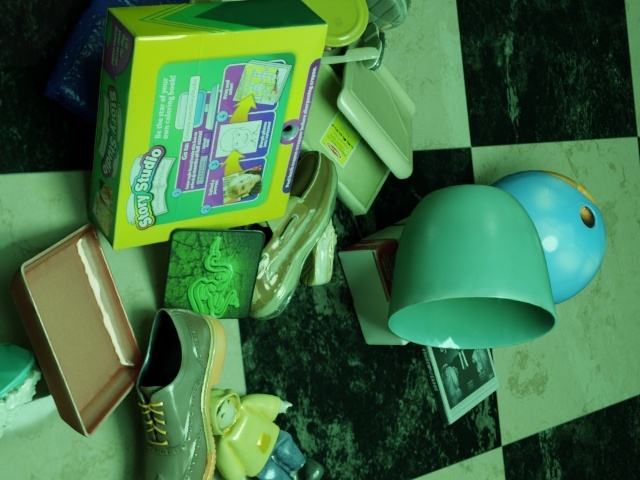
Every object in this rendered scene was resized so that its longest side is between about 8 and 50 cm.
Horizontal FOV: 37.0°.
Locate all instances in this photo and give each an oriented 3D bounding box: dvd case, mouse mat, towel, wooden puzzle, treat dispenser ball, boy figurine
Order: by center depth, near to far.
[{"bbox_3d":[-0.293,-0.304,1.547,0.227,0.076,0.308,33,65,-30],"label":"towel"},{"bbox_3d":[-0.176,0.058,1.558,0.152,0.007,0.190,1,128,-17],"label":"mouse mat"},{"bbox_3d":[-0.113,0.337,1.646,0.285,0.092,0.177,51,61,-29],"label":"boy figurine"},{"bbox_3d":[0.107,-0.258,1.852,0.221,0.044,0.239,47,33,-27],"label":"wooden puzzle"},{"bbox_3d":[0.447,-0.004,2.002,0.288,0.288,0.288,3,86,-40],"label":"treat dispenser ball"},{"bbox_3d":[0.289,0.241,2.025,0.179,0.029,0.239,-26,105,-38],"label":"dvd case"}]

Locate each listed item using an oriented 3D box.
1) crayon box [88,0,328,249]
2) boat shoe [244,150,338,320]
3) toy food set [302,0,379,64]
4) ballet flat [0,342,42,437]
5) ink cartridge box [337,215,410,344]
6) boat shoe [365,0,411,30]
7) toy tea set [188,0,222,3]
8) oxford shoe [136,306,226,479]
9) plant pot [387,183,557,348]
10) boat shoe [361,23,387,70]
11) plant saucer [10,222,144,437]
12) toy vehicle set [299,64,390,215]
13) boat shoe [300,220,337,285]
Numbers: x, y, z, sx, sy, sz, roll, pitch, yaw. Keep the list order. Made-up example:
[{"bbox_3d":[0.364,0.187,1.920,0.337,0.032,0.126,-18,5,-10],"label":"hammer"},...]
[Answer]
[{"bbox_3d":[-0.177,-0.178,1.459,0.313,0.106,0.363,-12,133,-32],"label":"crayon box"},{"bbox_3d":[-0.072,-0.023,1.681,0.120,0.122,0.324,34,66,-30],"label":"boat shoe"},{"bbox_3d":[0.021,-0.423,1.809,0.128,0.071,0.218,-16,84,-8],"label":"toy food set"},{"bbox_3d":[-0.553,0.286,1.278,0.409,0.147,0.147,-33,108,-33],"label":"ballet flat"},{"bbox_3d":[0.190,0.063,1.896,0.273,0.114,0.197,-26,103,-38],"label":"ink cartridge box"},{"bbox_3d":[0.067,-0.574,1.839,0.355,0.132,0.130,57,46,-32],"label":"boat shoe"},{"bbox_3d":[-0.147,-0.286,1.589,0.200,0.124,0.336,-34,145,-22],"label":"toy tea set"},{"bbox_3d":[-0.244,0.282,1.498,0.133,0.130,0.364,30,58,-55],"label":"oxford shoe"},{"bbox_3d":[0.268,0.041,1.716,0.293,0.293,0.235,22,60,-37],"label":"plant pot"},{"bbox_3d":[0.108,-0.366,1.848,0.043,0.049,0.137,45,29,-33],"label":"boat shoe"},{"bbox_3d":[-0.357,0.127,1.406,0.259,0.047,0.258,-59,133,-73],"label":"plant saucer"},{"bbox_3d":[0.034,-0.197,1.830,0.267,0.035,0.166,47,59,-28],"label":"toy vehicle set"},{"bbox_3d":[0.000,0.000,1.781,0.059,0.063,0.170,4,94,-42],"label":"boat shoe"}]
